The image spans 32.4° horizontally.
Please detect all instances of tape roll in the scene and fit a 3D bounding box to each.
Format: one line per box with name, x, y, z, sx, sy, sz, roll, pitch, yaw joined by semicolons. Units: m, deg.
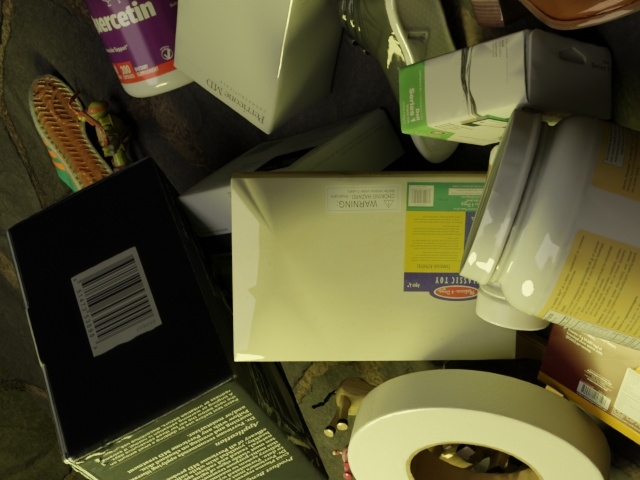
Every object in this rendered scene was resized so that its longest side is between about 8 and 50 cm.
tape roll;0.234;0.330;1.648;0.392;0.072;0.392;10;142;8

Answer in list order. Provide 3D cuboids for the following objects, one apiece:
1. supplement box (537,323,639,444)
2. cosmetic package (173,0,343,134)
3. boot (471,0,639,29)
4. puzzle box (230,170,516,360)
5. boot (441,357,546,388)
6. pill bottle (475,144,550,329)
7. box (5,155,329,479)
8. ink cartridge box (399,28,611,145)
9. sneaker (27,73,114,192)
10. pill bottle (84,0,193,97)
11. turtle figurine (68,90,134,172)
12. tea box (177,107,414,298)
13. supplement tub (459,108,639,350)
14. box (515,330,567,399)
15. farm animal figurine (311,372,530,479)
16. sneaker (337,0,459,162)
supplement box;0.420;0.139;1.483;0.191;0.129;0.194;33;141;27
cosmetic package;-0.080;-0.371;1.594;0.217;0.156;0.385;36;141;20
boot;0.267;-0.362;1.263;0.283;0.109;0.220;15;127;51
puzzle box;0.079;0.038;1.561;0.052;0.409;0.272;-97;8;-75
boot;0.230;0.209;1.687;0.137;0.198;0.076;-3;79;55
pill bottle;0.272;-0.005;1.461;0.131;0.131;0.229;20;110;39
box;-0.258;0.204;1.902;0.479;0.297;0.471;64;-179;35
ink cartridge box;0.229;-0.186;1.378;0.219;0.160;0.092;-7;81;53
sneaker;-0.531;-0.198;2.316;0.302;0.108;0.121;64;155;-2
pill bottle;-0.293;-0.407;1.788;0.182;0.181;0.322;2;122;49
turtle figurine;-0.417;-0.200;2.204;0.269;0.087;0.217;41;155;56
tea box;0.000;0.000;1.772;0.329;0.220;0.323;-8;113;53
supplement tub;0.347;-0.004;1.256;0.331;0.241;0.241;19;139;5
box;0.306;0.197;1.763;0.201;0.021;0.164;29;139;30
farm animal figurine;0.201;0.336;1.882;0.327;0.172;0.330;-18;121;35
sneaker;0.115;-0.251;1.537;0.147;0.105;0.295;33;150;50
